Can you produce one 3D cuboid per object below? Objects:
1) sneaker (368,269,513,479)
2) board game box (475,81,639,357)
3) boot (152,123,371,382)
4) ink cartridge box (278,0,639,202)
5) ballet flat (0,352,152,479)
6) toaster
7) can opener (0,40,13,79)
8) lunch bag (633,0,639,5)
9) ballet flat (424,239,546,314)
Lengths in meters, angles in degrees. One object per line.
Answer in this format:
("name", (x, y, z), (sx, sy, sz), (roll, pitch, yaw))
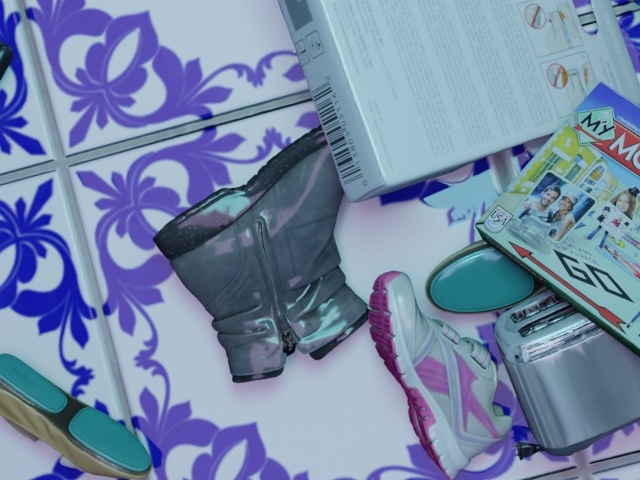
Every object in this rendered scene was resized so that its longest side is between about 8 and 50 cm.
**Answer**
("sneaker", (0.135, 0.137, 1.722), (0.111, 0.103, 0.252), (-27, 110, -7))
("board game box", (0.347, 0.000, 1.597), (0.317, 0.046, 0.213), (38, 84, 28))
("boot", (0.000, 0.000, 1.752), (0.338, 0.118, 0.222), (-32, 95, 8))
("ink cartridge box", (0.150, -0.240, 1.698), (0.385, 0.091, 0.308), (-18, 87, -32))
("ballet flat", (-0.300, 0.218, 1.791), (0.232, 0.080, 0.073), (35, 120, 7))
("toaster", (0.288, 0.131, 1.685), (0.227, 0.129, 0.146), (-25, 109, 3))
("can opener", (-0.418, -0.153, 1.811), (0.059, 0.073, 0.186), (24, 88, 44))
("lunch bag", (0.599, -0.252, 1.634), (0.385, 0.239, 0.328), (41, 92, -13))
("ballet flat", (0.238, 0.018, 1.734), (0.248, 0.086, 0.086), (-18, 88, 9))
